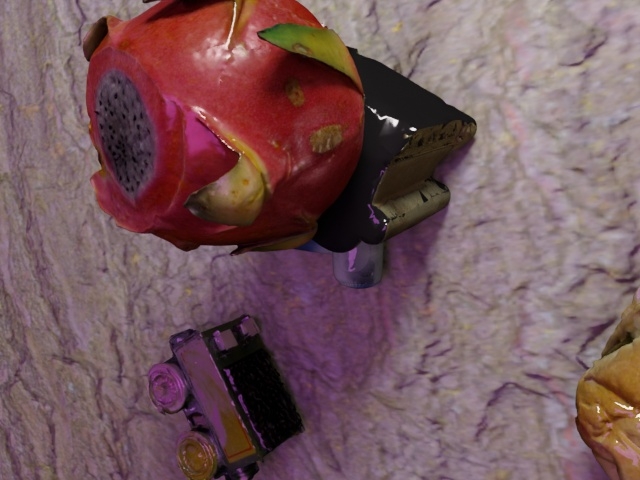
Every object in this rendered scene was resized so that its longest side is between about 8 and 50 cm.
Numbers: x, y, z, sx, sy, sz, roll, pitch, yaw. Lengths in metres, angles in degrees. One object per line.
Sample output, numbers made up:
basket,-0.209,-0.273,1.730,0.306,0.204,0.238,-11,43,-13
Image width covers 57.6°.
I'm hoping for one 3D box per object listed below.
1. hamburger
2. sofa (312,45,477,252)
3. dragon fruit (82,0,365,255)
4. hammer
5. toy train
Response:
hamburger,0.365,0.173,0.559,0.209,0.162,0.330,-26,86,34
sofa,0.029,-0.112,0.715,0.258,0.200,0.182,37,126,21
dragon fruit,-0.117,-0.116,0.576,0.290,0.189,0.291,12,111,34
hammer,0.000,0.000,0.816,0.193,0.069,0.116,7,102,35
toy train,-0.153,0.250,0.903,0.177,0.134,0.261,-32,81,31
